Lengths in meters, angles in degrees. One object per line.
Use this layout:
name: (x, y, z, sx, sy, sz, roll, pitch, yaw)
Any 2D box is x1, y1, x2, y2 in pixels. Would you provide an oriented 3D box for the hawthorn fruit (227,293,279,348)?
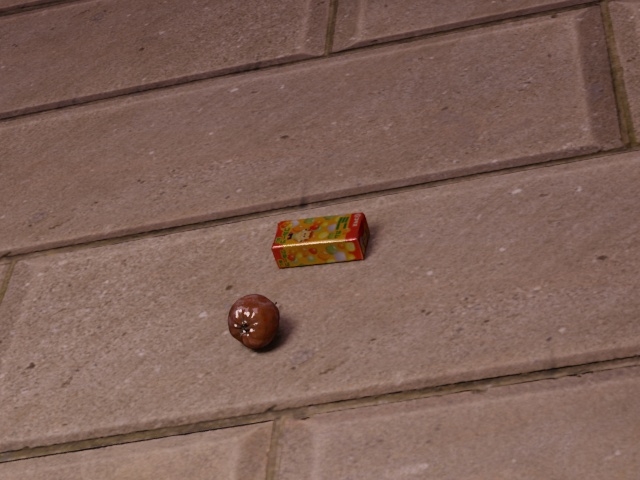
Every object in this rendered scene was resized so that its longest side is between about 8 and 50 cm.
hawthorn fruit: (-0.072, 0.093, 2.015, 0.066, 0.067, 0.103, 5, 23, 30)

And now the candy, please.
candy: (0.000, 0.000, 2.136, 0.121, 0.038, 0.062, -6, 34, 16)
